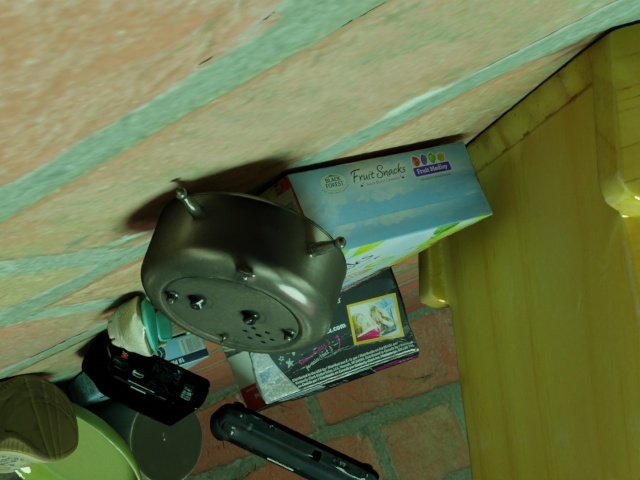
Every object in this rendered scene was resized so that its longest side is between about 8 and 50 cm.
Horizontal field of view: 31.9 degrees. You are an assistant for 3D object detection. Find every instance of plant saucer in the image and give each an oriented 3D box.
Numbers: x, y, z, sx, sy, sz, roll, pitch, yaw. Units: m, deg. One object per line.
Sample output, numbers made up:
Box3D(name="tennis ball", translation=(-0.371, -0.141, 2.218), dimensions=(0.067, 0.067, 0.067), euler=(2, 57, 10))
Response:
Box3D(name="plant saucer", translation=(-0.344, 0.291, 1.538), dimensions=(0.241, 0.241, 0.037), euler=(-28, -157, 42))

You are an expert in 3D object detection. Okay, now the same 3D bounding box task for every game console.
Box3D(name="game console", translation=(-0.107, 0.211, 1.293), dimensions=(0.044, 0.361, 0.213), euler=(-65, -172, -19))

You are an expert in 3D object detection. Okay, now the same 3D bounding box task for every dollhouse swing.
Box3D(name="dollhouse swing", translation=(0.259, 0.024, 0.866), dimensions=(0.315, 0.305, 0.347), euler=(-17, 170, -20))

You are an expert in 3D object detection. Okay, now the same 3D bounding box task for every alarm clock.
Box3D(name="alarm clock", translation=(-0.055, 0.035, 0.748), dimensions=(0.129, 0.064, 0.192), euler=(17, 153, -2))

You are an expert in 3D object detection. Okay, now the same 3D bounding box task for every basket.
Box3D(name="basket", translation=(-0.292, 0.297, 1.659), dimensions=(0.204, 0.154, 0.227), euler=(-3, 174, -45))

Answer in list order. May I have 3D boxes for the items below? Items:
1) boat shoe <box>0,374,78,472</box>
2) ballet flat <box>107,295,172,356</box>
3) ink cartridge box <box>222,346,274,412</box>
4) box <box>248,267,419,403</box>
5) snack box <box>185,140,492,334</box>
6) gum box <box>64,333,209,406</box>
Box3D(name="boat shoe", translation=(-0.381, 0.212, 1.275), dimensions=(0.089, 0.104, 0.285), euler=(-19, 163, 19))
Box3D(name="ballet flat", translation=(-0.179, 0.088, 1.078), dimensions=(0.052, 0.057, 0.168), euler=(-11, 171, -1))
Box3D(name="ink cartridge box", translation=(-0.068, 0.131, 1.349), dimensions=(0.056, 0.135, 0.099), euler=(-27, 171, 23))
Box3D(name="box", translation=(0.006, 0.079, 1.173), dimensions=(0.163, 0.142, 0.247), euler=(-20, 171, 2))
Box3D(name="snack box", translation=(0.000, 0.000, 0.878), dimensions=(0.174, 0.070, 0.207), euler=(-13, 168, -37))
Box3D(name="gum box", translation=(-0.257, 0.182, 1.548), dimensions=(0.157, 0.041, 0.184), euler=(-16, 171, -27))
